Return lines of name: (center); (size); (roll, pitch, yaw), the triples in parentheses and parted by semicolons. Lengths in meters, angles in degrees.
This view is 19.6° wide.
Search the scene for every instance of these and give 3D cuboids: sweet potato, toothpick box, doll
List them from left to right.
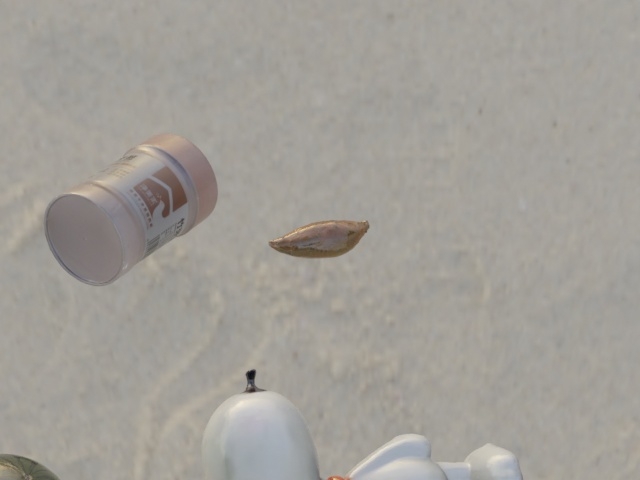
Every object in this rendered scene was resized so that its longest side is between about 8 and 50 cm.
toothpick box: (-0.180, -0.031, 1.765); (0.098, 0.098, 0.149); (30, 40, 20)
sweet potato: (0.000, 0.000, 1.626); (0.095, 0.034, 0.034); (-11, 55, -15)
doll: (0.013, 0.225, 1.397); (0.271, 0.144, 0.208); (19, 83, -18)

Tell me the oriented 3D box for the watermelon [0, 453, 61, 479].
watermelon: (-0.221, 0.212, 1.286); (0.105, 0.133, 0.105); (11, 31, -7)
